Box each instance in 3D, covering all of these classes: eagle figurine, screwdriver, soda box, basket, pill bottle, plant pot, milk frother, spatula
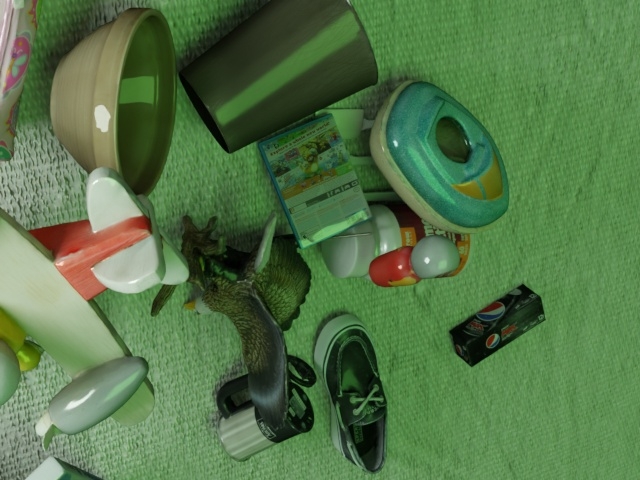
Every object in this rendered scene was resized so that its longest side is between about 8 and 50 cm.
[{"bbox_3d":[-0.102,0.094,1.740,0.226,0.225,0.298,-50,119,-10],"label":"eagle figurine"},{"bbox_3d":[0.000,0.000,1.786,0.169,0.024,0.025,-2,134,17],"label":"screwdriver"},{"bbox_3d":[0.312,0.149,2.120,0.168,0.053,0.060,-31,128,-15],"label":"soda box"},{"bbox_3d":[-0.060,-0.227,1.605,0.226,0.154,0.204,-33,146,-7],"label":"basket"},{"bbox_3d":[0.120,0.003,1.868,0.221,0.121,0.121,-3,117,-32],"label":"pill bottle"},{"bbox_3d":[-0.263,-0.171,1.494,0.109,0.237,0.237,6,119,8],"label":"plant pot"},{"bbox_3d":[-0.080,0.261,1.911,0.134,0.129,0.143,-28,171,28],"label":"milk frother"},{"bbox_3d":[0.080,-0.120,1.843,0.242,0.019,0.168,-3,112,-33],"label":"spatula"}]

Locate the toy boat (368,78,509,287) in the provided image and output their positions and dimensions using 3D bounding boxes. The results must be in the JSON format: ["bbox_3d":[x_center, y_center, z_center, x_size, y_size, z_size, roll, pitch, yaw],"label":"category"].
[{"bbox_3d":[0.175,-0.068,1.750,0.267,0.148,0.318,38,57,-27],"label":"toy boat"}]

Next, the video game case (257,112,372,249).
[{"bbox_3d":[-0.007,-0.086,1.750,0.119,0.015,0.166,-24,100,-12],"label":"video game case"}]

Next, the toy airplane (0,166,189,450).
[{"bbox_3d":[-0.346,0.079,1.413,0.386,0.273,0.384,19,137,-11],"label":"toy airplane"}]

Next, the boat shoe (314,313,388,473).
[{"bbox_3d":[0.063,0.261,1.991,0.108,0.102,0.301,-20,125,-23],"label":"boat shoe"}]

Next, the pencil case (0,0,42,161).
[{"bbox_3d":[-0.392,-0.232,1.404,0.124,0.124,0.284,3,115,-34],"label":"pencil case"}]

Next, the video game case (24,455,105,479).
[{"bbox_3d":[-0.449,0.447,1.699,0.329,0.036,0.300,-43,164,-9],"label":"video game case"}]
